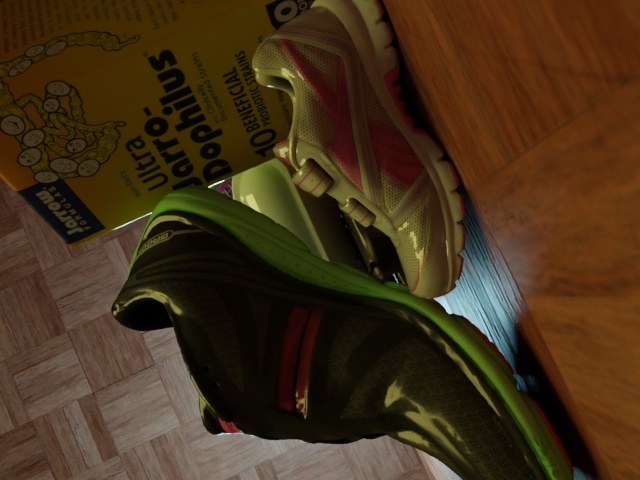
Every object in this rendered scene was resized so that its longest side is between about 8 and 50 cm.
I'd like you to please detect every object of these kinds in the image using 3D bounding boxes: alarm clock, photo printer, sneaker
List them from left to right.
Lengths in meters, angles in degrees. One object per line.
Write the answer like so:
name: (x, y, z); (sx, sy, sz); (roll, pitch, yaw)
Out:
sneaker: (-0.006, 0.120, 0.572); (0.483, 0.202, 0.185); (26, 164, 30)
photo printer: (0.000, 0.000, 0.871); (0.307, 0.107, 0.256); (65, -159, 3)
sneaker: (0.026, -0.064, 0.470); (0.103, 0.111, 0.252); (-173, 58, -87)
alarm clock: (0.058, -0.027, 0.774); (0.192, 0.064, 0.129); (-113, 1, -49)

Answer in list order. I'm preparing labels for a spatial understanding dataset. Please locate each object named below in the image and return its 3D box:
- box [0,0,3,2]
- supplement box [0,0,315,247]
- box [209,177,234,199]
box: (-0.322, -0.459, 0.689); (0.293, 0.396, 0.212); (69, 175, -48)
supplement box: (-0.172, -0.182, 0.658); (0.194, 0.357, 0.195); (68, 176, -53)
box: (-0.180, -0.186, 1.412); (0.243, 0.213, 0.117); (40, 174, 6)
